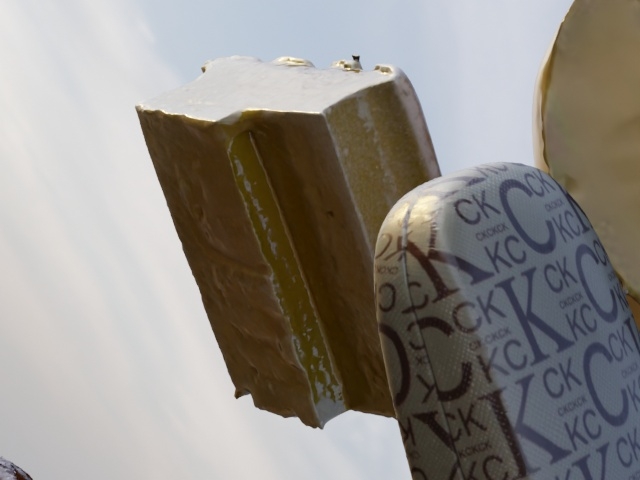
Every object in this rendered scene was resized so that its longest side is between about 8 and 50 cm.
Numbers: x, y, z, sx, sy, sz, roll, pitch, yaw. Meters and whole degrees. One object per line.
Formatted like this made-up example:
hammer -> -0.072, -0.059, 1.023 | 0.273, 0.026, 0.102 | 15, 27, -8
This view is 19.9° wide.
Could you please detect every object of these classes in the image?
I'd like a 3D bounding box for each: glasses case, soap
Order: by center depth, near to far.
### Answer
glasses case -> 0.115, 0.138, 0.818 | 0.085, 0.137, 0.354 | -18, -93, 37
soap -> 0.000, 0.000, 1.441 | 0.259, 0.143, 0.281 | 7, -59, 50

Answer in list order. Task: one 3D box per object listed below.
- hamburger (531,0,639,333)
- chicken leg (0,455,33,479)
hamburger -> 0.332, -0.046, 1.330 | 0.396, 0.396, 0.277 | 48, -6, 22
chicken leg -> -0.155, 0.159, 0.910 | 0.196, 0.080, 0.125 | 27, -17, 41
